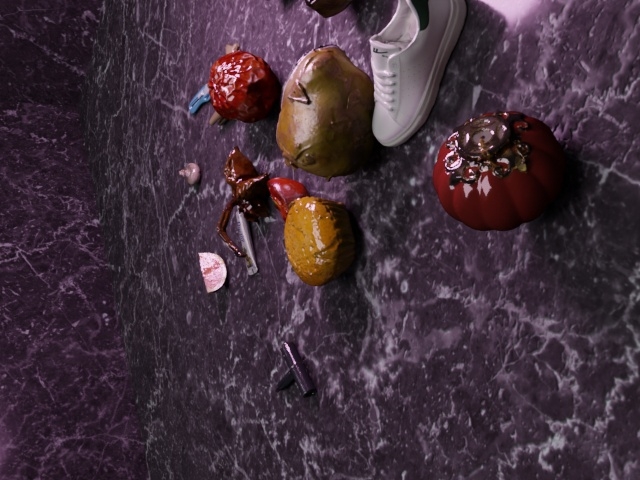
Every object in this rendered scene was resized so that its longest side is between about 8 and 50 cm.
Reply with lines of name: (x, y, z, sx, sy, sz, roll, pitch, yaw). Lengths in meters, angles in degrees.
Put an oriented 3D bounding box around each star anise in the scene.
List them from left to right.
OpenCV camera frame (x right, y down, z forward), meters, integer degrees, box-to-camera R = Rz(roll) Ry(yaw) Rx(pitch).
star anise: (-0.236, -0.117, 2.034, 0.237, 0.148, 0.346, -7, 76, 59)

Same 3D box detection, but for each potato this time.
potato: (0.039, -0.283, 1.525, 0.196, 0.247, 0.299, 44, 135, 34)

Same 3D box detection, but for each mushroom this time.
mushroom: (-0.504, -0.257, 2.500, 0.085, 0.079, 0.085, -3, 87, 55)

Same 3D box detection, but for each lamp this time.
lamp: (0.312, -0.117, 1.138, 0.227, 0.227, 0.226, 5, 96, 57)

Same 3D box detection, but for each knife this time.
knife: (-0.453, -0.533, 2.449, 0.222, 0.031, 0.064, -21, 78, 56)

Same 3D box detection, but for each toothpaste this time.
toothpaste: (-0.246, -0.012, 2.158, 0.067, 0.037, 0.255, -25, 75, 55)

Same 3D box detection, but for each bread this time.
bread: (-0.002, 0.002, 1.680, 0.240, 0.139, 0.239, 5, 96, 57)

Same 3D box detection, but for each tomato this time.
tomato: (-0.078, -0.114, 1.843, 0.139, 0.091, 0.159, 33, 147, 62)

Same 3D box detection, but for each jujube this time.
jujube: (-0.240, -0.468, 1.980, 0.232, 0.213, 0.212, 32, 118, 51)

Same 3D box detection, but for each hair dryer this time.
hair dryer: (-0.088, 0.426, 1.929, 0.173, 0.050, 0.194, 60, 142, 37)

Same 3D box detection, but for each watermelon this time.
watermelon: (-0.378, 0.117, 2.341, 0.069, 0.087, 0.163, 85, 170, -66)

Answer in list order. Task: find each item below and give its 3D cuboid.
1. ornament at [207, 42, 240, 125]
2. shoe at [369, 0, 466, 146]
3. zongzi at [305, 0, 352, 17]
ornament: (-0.323, -0.540, 2.221, 0.245, 0.061, 0.230, -25, 69, 56)
shoe: (0.165, -0.361, 1.383, 0.131, 0.160, 0.363, 57, 136, 41)
zongzi: (0.072, -0.722, 1.557, 0.300, 0.138, 0.286, -32, 56, 38)
